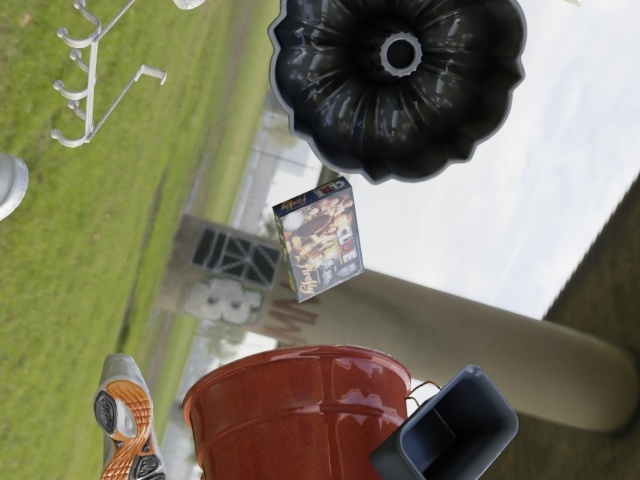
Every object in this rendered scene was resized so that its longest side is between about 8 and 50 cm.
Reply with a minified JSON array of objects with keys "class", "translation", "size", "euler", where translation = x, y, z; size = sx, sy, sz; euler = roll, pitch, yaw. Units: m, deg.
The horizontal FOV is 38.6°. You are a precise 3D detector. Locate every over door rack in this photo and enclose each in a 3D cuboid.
[{"class":"over door rack","translation":[-0.401,-0.352,1.729],"size":[0.324,0.108,0.239],"euler":[-54,166,-48]}]

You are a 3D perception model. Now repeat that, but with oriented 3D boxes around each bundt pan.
[{"class":"bundt pan","translation":[0.088,-0.243,1.165],"size":[0.124,0.331,0.331],"euler":[-121,-132,-71]}]

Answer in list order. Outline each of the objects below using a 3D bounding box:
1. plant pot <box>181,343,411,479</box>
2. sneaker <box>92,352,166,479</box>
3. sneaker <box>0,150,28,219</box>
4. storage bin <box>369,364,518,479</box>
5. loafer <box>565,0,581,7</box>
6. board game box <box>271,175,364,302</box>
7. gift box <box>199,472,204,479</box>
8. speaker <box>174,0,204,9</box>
[{"class":"plant pot","translation":[-0.010,0.295,1.004],"size":[0.272,0.272,0.265],"euler":[113,-26,-52]},{"class":"sneaker","translation":[-0.281,0.282,1.354],"size":[0.121,0.099,0.262],"euler":[-110,-158,-59]},{"class":"sneaker","translation":[-0.647,-0.099,1.388],"size":[0.210,0.366,0.137],"euler":[38,54,-71]},{"class":"storage bin","translation":[0.111,0.194,0.912],"size":[0.135,0.098,0.091],"euler":[-36,178,-36]},{"class":"loafer","translation":[0.216,-0.262,0.806],"size":[0.112,0.319,0.111],"euler":[-36,125,-64]},{"class":"board game box","translation":[0.000,0.000,1.893],"size":[0.042,0.165,0.243],"euler":[50,-21,45]},{"class":"gift box","translation":[-0.063,0.442,1.583],"size":[0.276,0.258,0.255],"euler":[-13,-127,48]},{"class":"speaker","translation":[-0.188,-0.354,1.134],"size":[0.136,0.055,0.055],"euler":[57,40,-51]}]
